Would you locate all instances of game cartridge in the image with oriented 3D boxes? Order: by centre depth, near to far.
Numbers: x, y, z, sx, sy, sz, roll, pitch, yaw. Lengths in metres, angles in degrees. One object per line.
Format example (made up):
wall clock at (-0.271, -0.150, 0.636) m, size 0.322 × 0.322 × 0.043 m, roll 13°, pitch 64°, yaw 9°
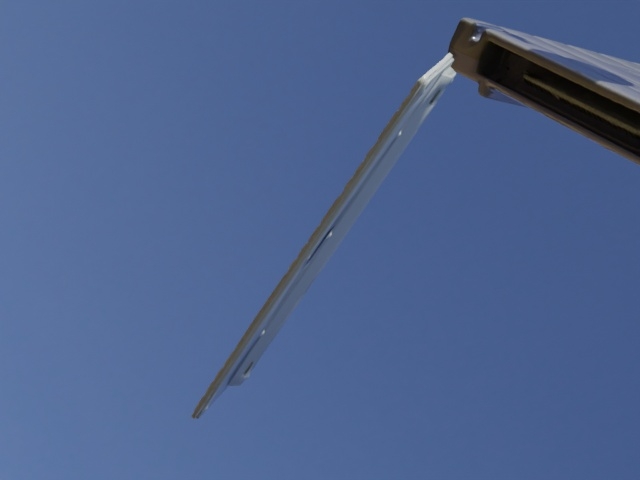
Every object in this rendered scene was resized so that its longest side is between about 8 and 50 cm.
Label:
game cartridge at (0.279, -0.083, 1.349) m, size 0.355 × 0.230 × 0.068 m, roll 38°, pitch -70°, yaw 56°

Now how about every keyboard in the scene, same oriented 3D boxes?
keyboard at (0.000, 0.000, 1.019) m, size 0.014 × 0.072 × 0.256 m, roll 38°, pitch -67°, yaw 9°
